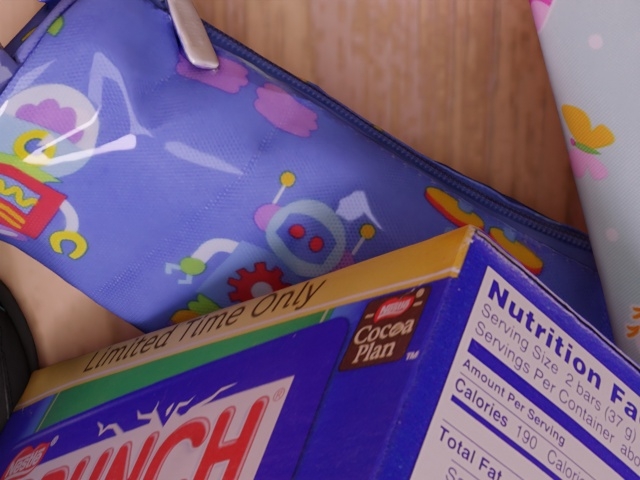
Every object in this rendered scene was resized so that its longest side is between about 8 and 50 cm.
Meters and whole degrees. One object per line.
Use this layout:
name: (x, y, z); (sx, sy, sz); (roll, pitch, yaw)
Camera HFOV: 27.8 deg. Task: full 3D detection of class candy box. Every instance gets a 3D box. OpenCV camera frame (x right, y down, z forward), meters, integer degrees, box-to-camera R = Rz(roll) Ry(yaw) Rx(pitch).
candy box: (-0.054, 0.173, 0.388); (0.122, 0.268, 0.317); (42, 52, -22)

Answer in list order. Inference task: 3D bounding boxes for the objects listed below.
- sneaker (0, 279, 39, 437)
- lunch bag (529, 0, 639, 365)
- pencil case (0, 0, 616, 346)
sneaker: (-0.193, 0.007, 0.513); (0.101, 0.106, 0.267); (-22, 105, 0)
lunch bag: (0.211, -0.047, 0.485); (0.160, 0.262, 0.223); (-6, 106, 43)
pencil case: (0.000, 0.000, 0.514); (0.306, 0.119, 0.133); (31, 124, -11)
